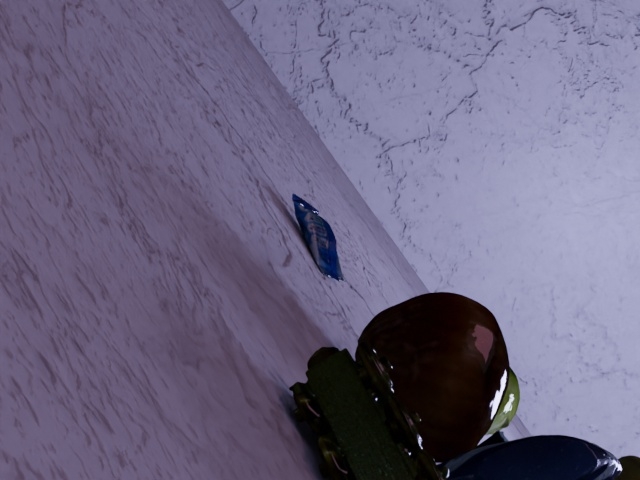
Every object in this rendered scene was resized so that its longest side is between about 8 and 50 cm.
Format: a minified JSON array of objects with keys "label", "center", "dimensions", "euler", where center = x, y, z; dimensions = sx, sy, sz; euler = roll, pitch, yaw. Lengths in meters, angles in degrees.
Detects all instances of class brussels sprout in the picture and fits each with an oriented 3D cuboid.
[{"label":"brussels sprout","center":[0.306,0.276,2.241],"dimensions":[0.151,0.122,0.149],"euler":[52,4,-37]}]

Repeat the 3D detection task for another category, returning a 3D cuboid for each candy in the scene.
[{"label":"candy","center":[0.000,0.000,1.765],"dimensions":[0.088,0.038,0.136],"euler":[38,27,-60]}]

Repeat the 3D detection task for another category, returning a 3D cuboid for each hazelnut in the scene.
[{"label":"hazelnut","center":[0.123,0.150,1.371],"dimensions":[0.178,0.178,0.204],"euler":[50,39,-43]}]

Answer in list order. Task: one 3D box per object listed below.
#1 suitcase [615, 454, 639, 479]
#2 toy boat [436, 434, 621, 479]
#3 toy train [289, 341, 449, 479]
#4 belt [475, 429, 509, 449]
[{"label":"suitcase","center":[0.384,0.410,1.596],"dimensions":[0.143,0.235,0.194],"euler":[49,9,-45]},{"label":"toy boat","center":[0.212,0.261,1.270],"dimensions":[0.291,0.210,0.070],"euler":[45,34,-62]},{"label":"toy train","center":[0.055,0.187,0.988],"dimensions":[0.137,0.090,0.225],"euler":[59,2,-46]},{"label":"belt","center":[0.293,0.373,1.840],"dimensions":[0.151,0.078,0.198],"euler":[50,6,-25]}]
